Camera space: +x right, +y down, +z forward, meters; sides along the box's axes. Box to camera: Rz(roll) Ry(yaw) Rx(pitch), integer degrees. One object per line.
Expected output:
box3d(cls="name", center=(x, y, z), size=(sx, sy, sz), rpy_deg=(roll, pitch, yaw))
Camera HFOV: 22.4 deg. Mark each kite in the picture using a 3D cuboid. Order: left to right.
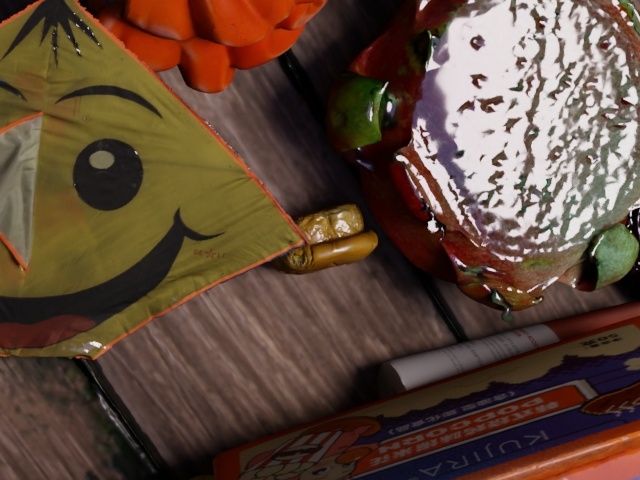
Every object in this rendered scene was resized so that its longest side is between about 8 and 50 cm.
box3d(cls="kite", center=(-0.185, -0.033, 1.071), size=(0.378, 0.013, 0.327), rpy_deg=(4, 131, -11))

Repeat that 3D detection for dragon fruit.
box3d(cls="dragon fruit", center=(0.137, -0.093, 1.190), size=(0.268, 0.130, 0.295), rpy_deg=(-24, 105, -11))

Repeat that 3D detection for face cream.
box3d(cls="face cream", center=(0.160, 0.115, 1.250), size=(0.214, 0.096, 0.095), rpy_deg=(-13, 102, -14))

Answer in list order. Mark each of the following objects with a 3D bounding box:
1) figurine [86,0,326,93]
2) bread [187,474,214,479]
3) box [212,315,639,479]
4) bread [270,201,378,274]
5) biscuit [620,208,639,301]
box3d(cls="figurine", center=(-0.158, -0.285, 1.035), size=(0.412, 0.241, 0.306), rpy_deg=(22, 76, -9))
box3d(cls="bread", center=(-0.060, 0.251, 1.231), size=(0.188, 0.065, 0.149), rpy_deg=(21, 103, -20))
box3d(cls="box", center=(0.135, 0.267, 1.075), size=(0.349, 0.257, 0.318), rpy_deg=(-17, 102, -1))
box3d(cls="bread", center=(0.000, 0.000, 1.196), size=(0.081, 0.083, 0.046), rpy_deg=(-16, 93, -56))
box3d(cls="biscuit", center=(0.316, -0.020, 1.295), size=(0.195, 0.053, 0.194), rpy_deg=(-3, 99, -16))
